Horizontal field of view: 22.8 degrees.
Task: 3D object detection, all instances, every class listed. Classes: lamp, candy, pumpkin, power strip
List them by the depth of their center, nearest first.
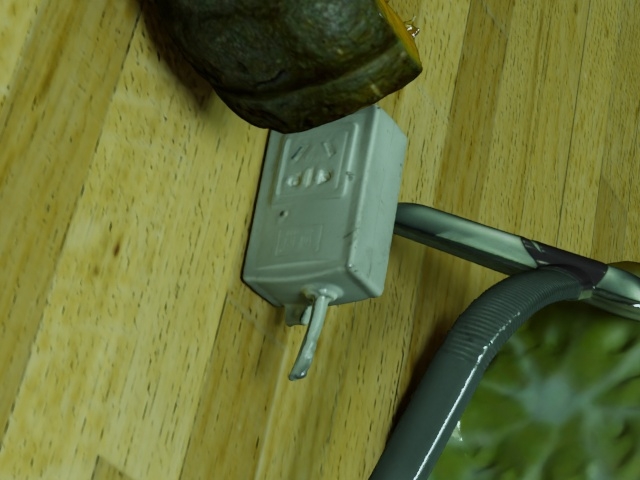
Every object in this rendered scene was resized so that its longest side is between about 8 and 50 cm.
[{"bbox_3d":[-0.029,-0.169,0.858,0.131,0.126,0.248,49,25,-30],"label":"pumpkin"},{"bbox_3d":[0.000,0.000,0.891,0.042,0.075,0.175,44,47,-48],"label":"power strip"},{"bbox_3d":[0.045,0.074,0.905,0.283,0.203,0.124,-52,140,-24],"label":"lamp"},{"bbox_3d":[0.168,0.128,0.966,0.118,0.260,0.260,55,41,-43],"label":"candy"}]
